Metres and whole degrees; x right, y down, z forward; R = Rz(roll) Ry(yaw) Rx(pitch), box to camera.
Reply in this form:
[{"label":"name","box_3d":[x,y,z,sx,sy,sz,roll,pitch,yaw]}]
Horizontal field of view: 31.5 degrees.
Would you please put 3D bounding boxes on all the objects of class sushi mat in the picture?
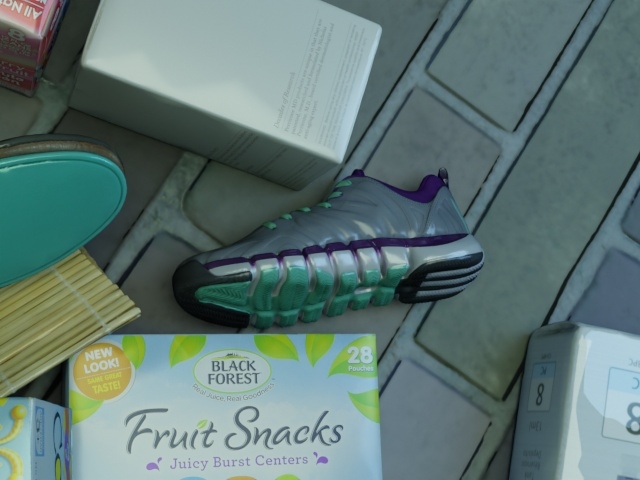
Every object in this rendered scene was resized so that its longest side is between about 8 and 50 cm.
[{"label":"sushi mat","box_3d":[-0.280,0.079,0.685,0.317,0.019,0.151,-32,59,-19]}]

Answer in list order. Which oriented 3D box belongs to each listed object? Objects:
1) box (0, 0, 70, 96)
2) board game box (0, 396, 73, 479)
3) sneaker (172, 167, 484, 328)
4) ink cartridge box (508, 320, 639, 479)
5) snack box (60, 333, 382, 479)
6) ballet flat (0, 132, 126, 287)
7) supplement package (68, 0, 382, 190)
[{"label":"box","box_3d":[-0.294,-0.221,0.697,0.300,0.142,0.154,20,77,-13]},{"label":"board game box","box_3d":[-0.263,0.154,0.536,0.275,0.142,0.144,-3,79,-6]},{"label":"sneaker","box_3d":[0.000,0.000,0.802,0.224,0.083,0.098,-4,60,-20]},{"label":"ink cartridge box","box_3d":[0.282,0.276,0.827,0.308,0.091,0.384,13,77,-15]},{"label":"snack box","box_3d":[-0.065,0.149,0.748,0.207,0.070,0.174,2,78,-18]},{"label":"ballet flat","box_3d":[-0.254,0.003,0.674,0.280,0.096,0.095,-30,130,-18]},{"label":"supplement package","box_3d":[-0.068,-0.118,0.771,0.179,0.105,0.105,20,77,-14]}]
